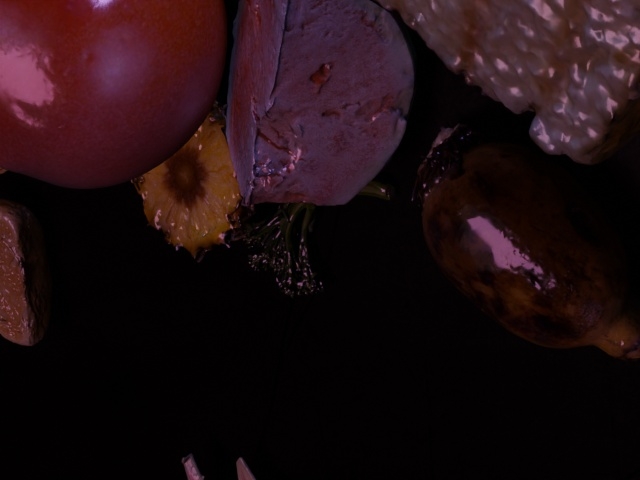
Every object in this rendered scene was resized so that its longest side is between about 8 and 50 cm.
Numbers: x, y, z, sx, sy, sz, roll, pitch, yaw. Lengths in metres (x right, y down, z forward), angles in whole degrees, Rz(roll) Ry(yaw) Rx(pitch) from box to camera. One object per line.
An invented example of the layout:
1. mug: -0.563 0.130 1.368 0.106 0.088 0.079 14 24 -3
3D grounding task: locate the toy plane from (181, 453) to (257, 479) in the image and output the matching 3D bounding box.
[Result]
1. toy plane: -0.120 0.411 2.327 0.242 0.104 0.256 43 141 10

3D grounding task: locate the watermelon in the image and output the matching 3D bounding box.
1. watermelon: -0.015 -0.184 1.690 0.224 0.180 0.305 24 133 15

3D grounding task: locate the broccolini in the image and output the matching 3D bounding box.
1. broccolini: 0.004 -0.003 1.920 0.123 0.062 0.271 51 141 -12

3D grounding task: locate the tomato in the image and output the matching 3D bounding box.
1. tomato: -0.258 -0.207 1.795 0.321 0.321 0.322 27 135 30

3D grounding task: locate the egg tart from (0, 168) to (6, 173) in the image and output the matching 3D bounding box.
1. egg tart: -0.471 -0.233 2.184 0.315 0.120 0.315 29 137 31

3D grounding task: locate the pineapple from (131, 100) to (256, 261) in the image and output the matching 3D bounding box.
1. pineapple: -0.143 -0.085 1.973 0.224 0.076 0.225 15 114 38

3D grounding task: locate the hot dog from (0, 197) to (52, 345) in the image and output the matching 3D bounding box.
1. hot dog: -0.433 0.040 2.392 0.084 0.073 0.243 20 129 31

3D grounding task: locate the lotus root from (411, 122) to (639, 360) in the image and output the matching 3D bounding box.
1. lotus root: 0.206 0.008 1.636 0.314 0.141 0.169 43 146 11

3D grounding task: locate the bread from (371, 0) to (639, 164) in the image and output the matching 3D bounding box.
1. bread: 0.181 -0.290 1.355 0.395 0.264 0.239 40 153 17
